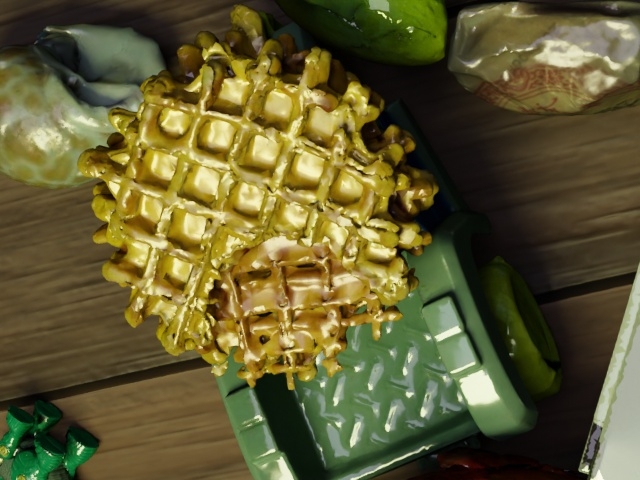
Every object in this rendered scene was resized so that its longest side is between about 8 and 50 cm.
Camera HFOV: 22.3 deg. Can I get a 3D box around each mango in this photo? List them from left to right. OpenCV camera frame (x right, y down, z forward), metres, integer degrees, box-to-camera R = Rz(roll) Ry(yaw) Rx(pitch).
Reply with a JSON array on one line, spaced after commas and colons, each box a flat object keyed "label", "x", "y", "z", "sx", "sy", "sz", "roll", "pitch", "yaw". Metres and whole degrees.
[{"label": "mango", "x": 0.016, "y": -0.187, "z": 1.044, "sx": 0.111, "sy": 0.125, "sz": 0.233, "roll": -49, "pitch": 51, "yaw": 22}]

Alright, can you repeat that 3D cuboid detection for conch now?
[{"label": "conch", "x": -0.187, "y": -0.090, "z": 1.144, "sx": 0.173, "sy": 0.106, "sz": 0.116, "roll": -17, "pitch": 62, "yaw": 0}]

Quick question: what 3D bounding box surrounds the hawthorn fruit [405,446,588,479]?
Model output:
[{"label": "hawthorn fruit", "x": 0.122, "y": 0.272, "z": 0.944, "sx": 0.316, "sy": 0.316, "sz": 0.316, "roll": 0, "pitch": 90, "yaw": 19}]

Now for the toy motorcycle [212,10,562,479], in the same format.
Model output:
[{"label": "toy motorcycle", "x": 0.000, "y": 0.000, "z": 1.029, "sx": 0.191, "sy": 0.200, "sz": 0.326, "roll": -26, "pitch": 84, "yaw": 18}]

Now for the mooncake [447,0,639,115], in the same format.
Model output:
[{"label": "mooncake", "x": 0.155, "y": -0.114, "z": 1.013, "sx": 0.130, "sy": 0.125, "sz": 0.073, "roll": 0, "pitch": 95, "yaw": 22}]

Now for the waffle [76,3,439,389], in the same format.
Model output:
[{"label": "waffle", "x": -0.035, "y": -0.016, "z": 0.907, "sx": 0.193, "sy": 0.070, "sz": 0.197, "roll": -43, "pitch": 89, "yaw": 18}]

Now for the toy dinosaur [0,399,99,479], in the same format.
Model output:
[{"label": "toy dinosaur", "x": -0.210, "y": 0.176, "z": 1.179, "sx": 0.132, "sy": 0.059, "sz": 0.096, "roll": 40, "pitch": 111, "yaw": 23}]

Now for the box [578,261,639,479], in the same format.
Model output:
[{"label": "box", "x": 0.245, "y": 0.043, "z": 0.929, "sx": 0.117, "sy": 0.225, "sz": 0.225, "roll": 16, "pitch": 95, "yaw": 17}]
